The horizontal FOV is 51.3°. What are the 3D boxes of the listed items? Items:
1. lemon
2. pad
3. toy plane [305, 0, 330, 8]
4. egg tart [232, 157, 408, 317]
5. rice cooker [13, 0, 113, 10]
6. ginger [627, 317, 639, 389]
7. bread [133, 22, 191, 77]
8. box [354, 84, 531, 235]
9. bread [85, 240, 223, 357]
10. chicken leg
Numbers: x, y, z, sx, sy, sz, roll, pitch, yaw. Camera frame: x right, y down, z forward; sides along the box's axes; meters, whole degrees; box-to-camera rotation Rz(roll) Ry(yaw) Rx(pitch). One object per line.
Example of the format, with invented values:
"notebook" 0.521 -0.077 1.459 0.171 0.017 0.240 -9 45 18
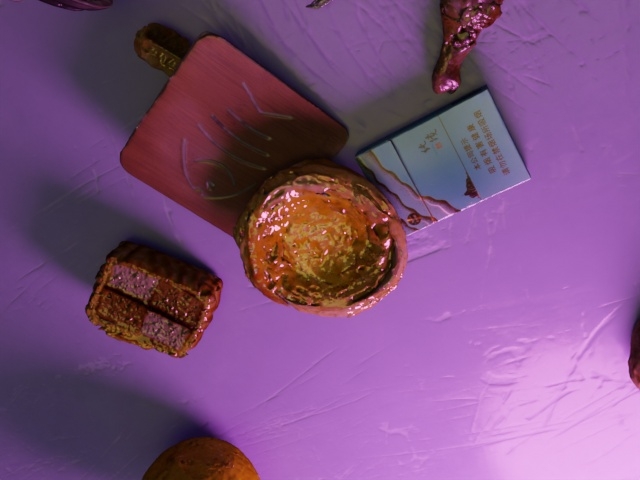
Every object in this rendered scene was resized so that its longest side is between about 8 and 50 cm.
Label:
"lemon" -0.230 0.535 1.304 0.257 0.258 0.310 -4 110 12
"pad" -0.143 -0.149 1.080 0.286 0.018 0.284 33 116 -20
"toy plane" 0.061 -0.418 0.935 0.226 0.058 0.226 24 112 -5
"egg tart" 0.000 0.000 1.110 0.290 0.107 0.291 2 110 6
"rice cooker" -0.366 -0.458 0.885 0.316 0.264 0.317 -6 81 37
"ginger" 0.597 0.173 1.030 0.130 0.221 0.276 18 108 -9
"bread" -0.239 -0.296 1.042 0.110 0.060 0.066 31 102 -1
"box" 0.192 -0.119 1.054 0.229 0.041 0.162 -25 107 19
"bread" -0.300 0.108 1.213 0.222 0.096 0.182 22 116 -3
"chicken leg" 0.203 -0.305 0.963 0.084 0.069 0.198 5 124 -18
